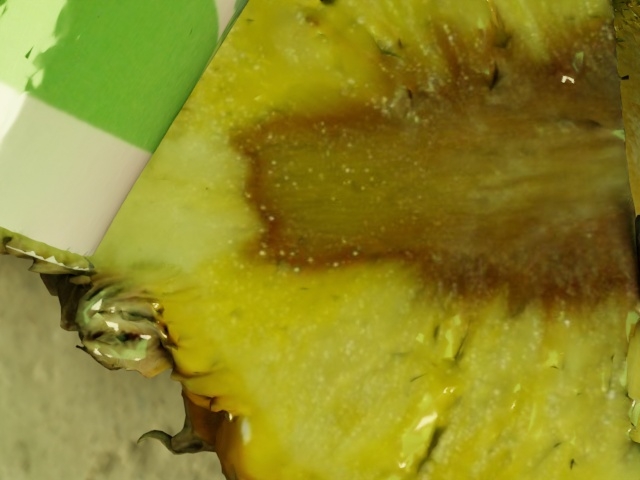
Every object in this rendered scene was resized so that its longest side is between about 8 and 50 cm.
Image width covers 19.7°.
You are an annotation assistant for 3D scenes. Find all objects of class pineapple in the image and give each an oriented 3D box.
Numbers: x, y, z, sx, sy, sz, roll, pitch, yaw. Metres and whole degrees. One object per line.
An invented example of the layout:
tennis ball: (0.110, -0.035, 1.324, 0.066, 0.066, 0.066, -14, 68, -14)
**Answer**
pineapple: (-0.004, 0.000, 0.837, 0.209, 0.286, 0.344, 81, 5, -75)

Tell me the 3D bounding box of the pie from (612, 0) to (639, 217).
pie: (0.211, -0.018, 1.076, 0.273, 0.069, 0.273, 10, 77, -48)

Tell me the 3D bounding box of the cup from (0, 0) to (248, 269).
cup: (-0.107, -0.153, 0.650, 0.253, 0.253, 0.274, 27, 89, -37)
